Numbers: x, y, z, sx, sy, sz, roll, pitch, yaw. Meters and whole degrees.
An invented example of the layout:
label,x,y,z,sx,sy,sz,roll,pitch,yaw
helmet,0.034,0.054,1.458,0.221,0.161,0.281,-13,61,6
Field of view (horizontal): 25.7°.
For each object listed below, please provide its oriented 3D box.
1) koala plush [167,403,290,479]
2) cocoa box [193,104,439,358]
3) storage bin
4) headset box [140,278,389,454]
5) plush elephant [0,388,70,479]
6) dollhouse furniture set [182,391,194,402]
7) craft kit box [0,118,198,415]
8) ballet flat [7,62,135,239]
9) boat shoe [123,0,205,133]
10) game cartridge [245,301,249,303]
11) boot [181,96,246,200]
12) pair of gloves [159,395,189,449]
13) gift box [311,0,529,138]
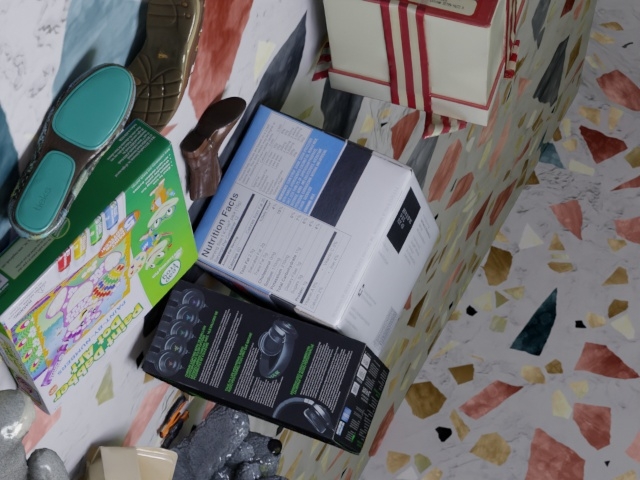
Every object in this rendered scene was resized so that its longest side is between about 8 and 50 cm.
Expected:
label,x,y,z,sx,sy,sz,roll,pitch,yaw
koala plush,-0.133,0.349,2.140,0.203,0.196,0.221,-35,176,15
cocoa box,0.000,0.000,1.910,0.231,0.228,0.347,-64,165,-7
storage bin,-0.239,0.437,1.772,0.262,0.123,0.260,-110,-150,-52
headset box,-0.074,0.167,1.846,0.246,0.283,0.131,56,54,-74
plush elephant,-0.299,0.376,1.472,0.272,0.255,0.330,-54,162,-32
dollhouse furniture set,-0.145,0.217,2.059,0.114,0.081,0.091,-49,159,-43
craft kit box,-0.237,0.034,1.453,0.250,0.061,0.246,-48,163,-20
ballet flat,-0.239,-0.085,1.328,0.188,0.070,0.070,-58,164,-14
boat shoe,-0.154,-0.182,1.421,0.060,0.064,0.178,-44,158,-61
game cartridge,-0.122,0.135,2.132,0.056,0.017,0.083,-53,161,-24
boot,-0.125,-0.108,1.688,0.106,0.037,0.114,-43,155,-21
pair of gloves,-0.214,0.267,2.048,0.074,0.010,0.083,-56,166,-31
gift box,0.129,-0.299,1.832,0.258,0.255,0.276,78,35,-63
